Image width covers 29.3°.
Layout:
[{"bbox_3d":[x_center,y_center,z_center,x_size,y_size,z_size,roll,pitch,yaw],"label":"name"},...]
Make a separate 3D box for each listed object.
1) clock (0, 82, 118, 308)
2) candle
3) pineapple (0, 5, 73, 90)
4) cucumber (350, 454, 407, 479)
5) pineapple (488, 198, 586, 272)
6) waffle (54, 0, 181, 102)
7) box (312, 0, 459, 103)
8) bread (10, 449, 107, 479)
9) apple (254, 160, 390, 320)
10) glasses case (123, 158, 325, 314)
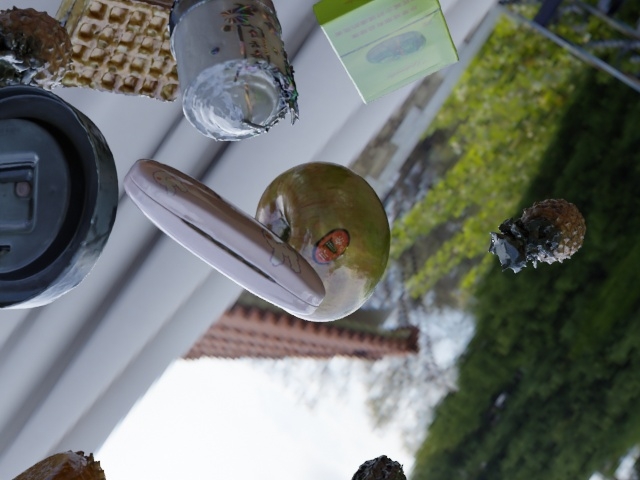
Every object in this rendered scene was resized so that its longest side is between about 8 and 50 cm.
[{"bbox_3d":[-0.437,-0.061,1.746,0.325,0.325,0.067,37,-173,24],"label":"clock"},{"bbox_3d":[-0.133,-0.253,1.911,0.187,0.187,0.330,28,-144,-40],"label":"candle"},{"bbox_3d":[-0.500,-0.296,1.983,0.169,0.169,0.340,32,-170,-11],"label":"pineapple"},{"bbox_3d":[0.051,0.302,1.375,0.077,0.077,0.265,34,-157,4],"label":"cucumber"},{"bbox_3d":[0.400,-0.005,2.266,0.128,0.128,0.248,36,-153,22],"label":"pineapple"},{"bbox_3d":[-0.370,-0.382,2.347,0.308,0.213,0.091,5,-145,-45],"label":"waffle"},{"bbox_3d":[0.115,-0.337,2.007,0.047,0.187,0.335,67,-173,20],"label":"box"},{"bbox_3d":[-0.425,0.434,1.689,0.388,0.236,0.183,-57,-49,-63],"label":"bread"},{"bbox_3d":[0.000,0.000,2.010,0.194,0.260,0.261,8,-160,-35],"label":"apple"},{"bbox_3d":[-0.119,-0.004,1.544,0.297,0.075,0.113,34,-170,-17],"label":"glasses case"}]
